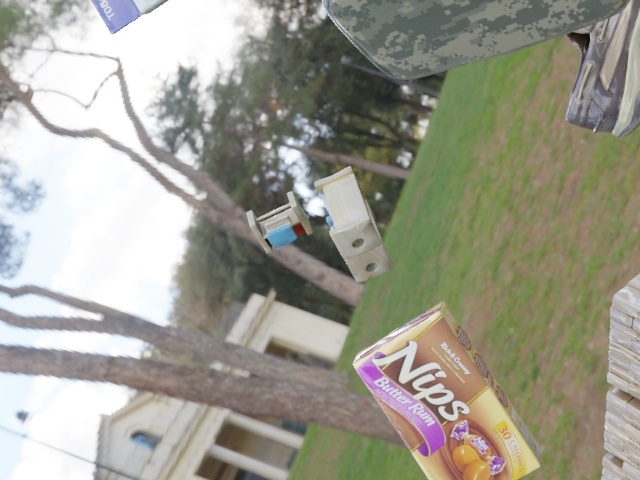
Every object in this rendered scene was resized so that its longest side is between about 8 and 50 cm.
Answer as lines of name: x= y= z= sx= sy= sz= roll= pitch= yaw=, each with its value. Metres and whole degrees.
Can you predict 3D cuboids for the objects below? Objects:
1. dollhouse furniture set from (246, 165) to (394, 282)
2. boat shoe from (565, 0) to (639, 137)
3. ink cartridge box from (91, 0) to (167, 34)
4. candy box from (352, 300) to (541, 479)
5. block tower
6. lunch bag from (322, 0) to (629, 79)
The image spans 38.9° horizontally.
dollhouse furniture set: x=0.000 y=0.000 z=1.445 sx=0.129 sy=0.183 sz=0.129 roll=-107 pitch=-10 yaw=-45
boat shoe: x=0.441 y=-0.339 z=1.397 sx=0.132 sy=0.130 sz=0.356 roll=53 pitch=-137 yaw=-80
ink cartridge box: x=-0.280 y=-0.511 z=1.316 sx=0.330 sy=0.324 sz=0.071 roll=-26 pitch=13 yaw=22
candy box: x=0.130 y=0.170 z=0.927 sx=0.109 sy=0.187 sz=0.053 roll=-33 pitch=1 yaw=16
block tower: x=0.405 y=0.180 z=1.085 sx=0.091 sy=0.097 sz=0.336 roll=-31 pitch=-48 yaw=-29
lunch bag: x=0.151 y=-0.346 z=0.957 sx=0.212 sy=0.305 sz=0.256 roll=34 pitch=-131 yaw=-47
